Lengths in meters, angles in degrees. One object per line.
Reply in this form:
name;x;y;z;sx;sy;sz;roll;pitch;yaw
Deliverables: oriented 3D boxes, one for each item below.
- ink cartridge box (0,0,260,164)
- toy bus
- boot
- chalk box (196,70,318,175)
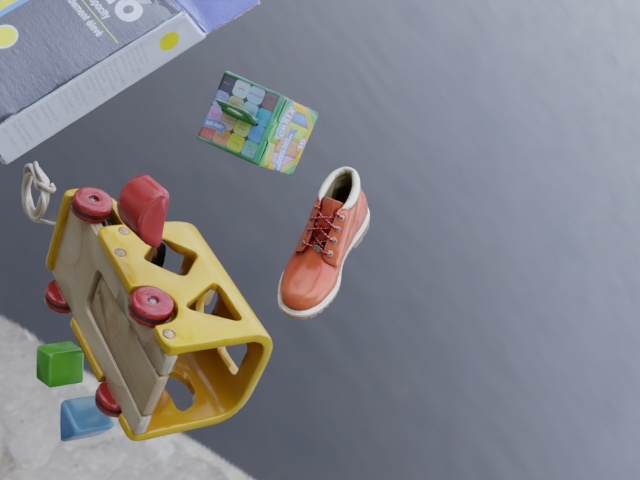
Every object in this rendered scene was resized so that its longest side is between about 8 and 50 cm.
ink cartridge box;-0.273;-0.272;0.969;0.303;0.307;0.072;48;-13;21
toy bus;-0.116;0.036;0.661;0.104;0.191;0.202;-4;89;-38
boot;0.000;0.000;0.933;0.084;0.059;0.157;85;27;-55
chalk box;-0.117;-0.205;1.678;0.132;0.132;0.213;26;7;20
